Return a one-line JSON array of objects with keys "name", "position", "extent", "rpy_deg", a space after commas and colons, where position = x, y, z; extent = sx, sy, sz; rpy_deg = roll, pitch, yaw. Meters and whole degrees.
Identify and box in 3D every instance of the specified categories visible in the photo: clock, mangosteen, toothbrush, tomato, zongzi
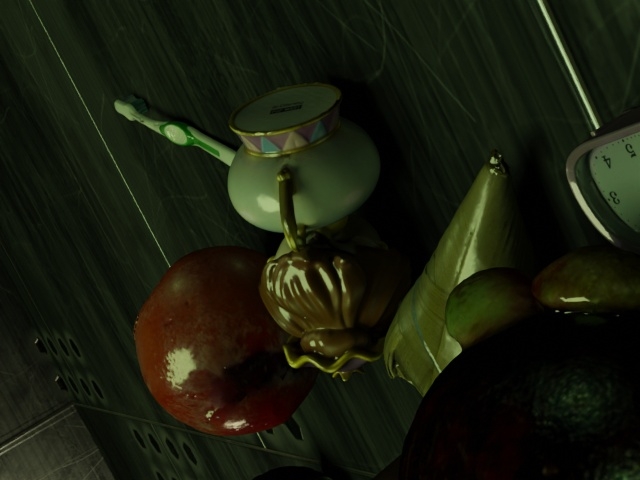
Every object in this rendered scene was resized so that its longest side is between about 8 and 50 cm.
[{"name": "clock", "position": [0.221, -0.032, 0.735], "extent": [0.110, 0.050, 0.152], "rpy_deg": [61, 156, -4]}, {"name": "mangosteen", "position": [0.179, 0.144, 0.766], "extent": [0.288, 0.288, 0.288], "rpy_deg": [44, 152, 31]}, {"name": "toothbrush", "position": [-0.158, -0.120, 1.398], "extent": [0.304, 0.030, 0.030], "rpy_deg": [30, 143, 47]}, {"name": "tomato", "position": [-0.095, 0.114, 1.326], "extent": [0.184, 0.208, 0.208], "rpy_deg": [37, 148, 38]}, {"name": "zongzi", "position": [0.167, 0.079, 0.924], "extent": [0.228, 0.115, 0.256], "rpy_deg": [45, 141, 19]}]

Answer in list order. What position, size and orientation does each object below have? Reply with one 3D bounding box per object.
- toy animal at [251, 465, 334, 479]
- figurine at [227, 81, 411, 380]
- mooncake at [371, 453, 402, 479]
[{"name": "toy animal", "position": [-0.008, 0.418, 1.506], "extent": [0.266, 0.212, 0.213], "rpy_deg": [39, 149, 45]}, {"name": "figurine", "position": [0.000, 0.000, 1.084], "extent": [0.142, 0.189, 0.263], "rpy_deg": [-6, 117, 19]}, {"name": "mooncake", "position": [0.086, 0.317, 1.065], "extent": [0.174, 0.334, 0.326], "rpy_deg": [43, 139, 18]}]
